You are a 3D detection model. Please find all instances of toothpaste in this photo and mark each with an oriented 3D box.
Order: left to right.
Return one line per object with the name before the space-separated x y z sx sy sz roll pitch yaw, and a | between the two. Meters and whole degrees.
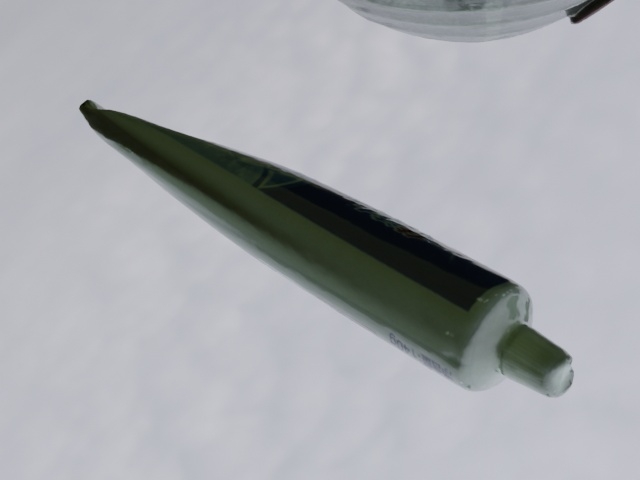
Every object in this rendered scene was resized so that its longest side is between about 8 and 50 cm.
toothpaste | 0.001 0.000 0.731 0.268 0.047 0.069 29 -143 35

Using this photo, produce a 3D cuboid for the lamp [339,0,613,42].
lamp | 0.077 -0.212 0.843 0.233 0.233 0.265 -28 -149 21
